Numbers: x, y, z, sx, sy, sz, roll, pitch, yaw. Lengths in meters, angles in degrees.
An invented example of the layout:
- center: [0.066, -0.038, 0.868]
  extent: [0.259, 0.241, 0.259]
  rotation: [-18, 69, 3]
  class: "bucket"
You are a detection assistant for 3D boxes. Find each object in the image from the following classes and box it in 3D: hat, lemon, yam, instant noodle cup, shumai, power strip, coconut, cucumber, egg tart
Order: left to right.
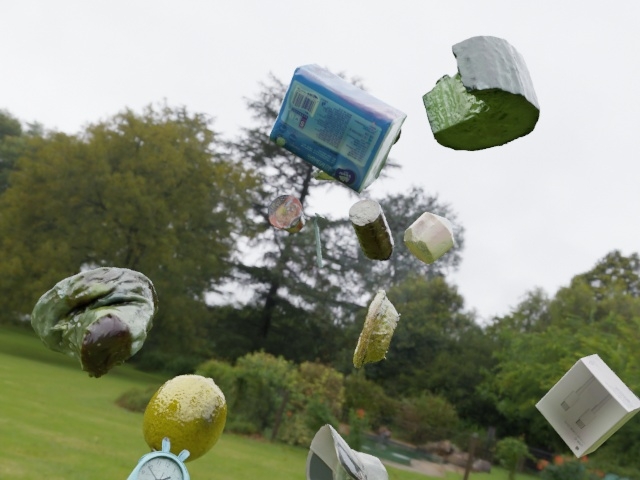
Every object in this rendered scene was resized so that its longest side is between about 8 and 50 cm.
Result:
- center: [-0.538, 0.243, 1.645]
  extent: [0.263, 0.309, 0.304]
  rotation: [50, -9, 44]
  class: "shumai"
- center: [-0.416, 0.546, 1.992]
  extent: [0.268, 0.267, 0.267]
  rotation: [16, -11, 3]
  class: "lemon"
- center: [-0.109, -0.084, 2.260]
  extent: [0.127, 0.127, 0.135]
  rotation: [14, -10, 14]
  class: "instant noodle cup"
- center: [0.064, -0.238, 2.283]
  extent: [0.192, 0.035, 0.081]
  rotation: [-1, -17, -37]
  class: "power strip"
- center: [0.079, 0.634, 1.785]
  extent: [0.161, 0.275, 0.232]
  rotation: [-26, -16, -41]
  class: "hat"
- center: [0.114, -0.019, 1.420]
  extent: [0.079, 0.079, 0.141]
  rotation: [11, -33, 27]
  class: "yam"
- center: [0.209, 0.331, 2.351]
  extent: [0.120, 0.314, 0.315]
  rotation: [20, -11, 6]
  class: "egg tart"
- center: [0.363, -0.012, 2.113]
  extent: [0.147, 0.153, 0.147]
  rotation: [49, -6, 7]
  class: "coconut"
- center: [0.284, -0.249, 1.140]
  extent: [0.191, 0.130, 0.191]
  rotation: [-2, -30, -1]
  class: "cucumber"

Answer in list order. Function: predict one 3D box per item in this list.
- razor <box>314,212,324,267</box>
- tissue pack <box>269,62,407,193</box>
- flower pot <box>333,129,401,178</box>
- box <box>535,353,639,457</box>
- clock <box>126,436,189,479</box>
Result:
- center: [-0.007, 0.001, 2.487]
  extent: [0.036, 0.211, 0.084]
  rotation: [-1, -5, 14]
  class: "razor"
- center: [0.040, -0.269, 1.523]
  extent: [0.264, 0.198, 0.146]
  rotation: [31, 30, 10]
  class: "tissue pack"
- center: [0.122, -0.285, 1.958]
  extent: [0.213, 0.202, 0.212]
  rotation: [15, -32, 10]
  class: "flower pot"
- center: [0.826, 0.510, 2.000]
  extent: [0.106, 0.251, 0.203]
  rotation: [-5, 46, -38]
  class: "box"
- center: [-0.295, 0.439, 1.192]
  extent: [0.108, 0.147, 0.045]
  rotation: [31, -37, -6]
  class: "clock"
